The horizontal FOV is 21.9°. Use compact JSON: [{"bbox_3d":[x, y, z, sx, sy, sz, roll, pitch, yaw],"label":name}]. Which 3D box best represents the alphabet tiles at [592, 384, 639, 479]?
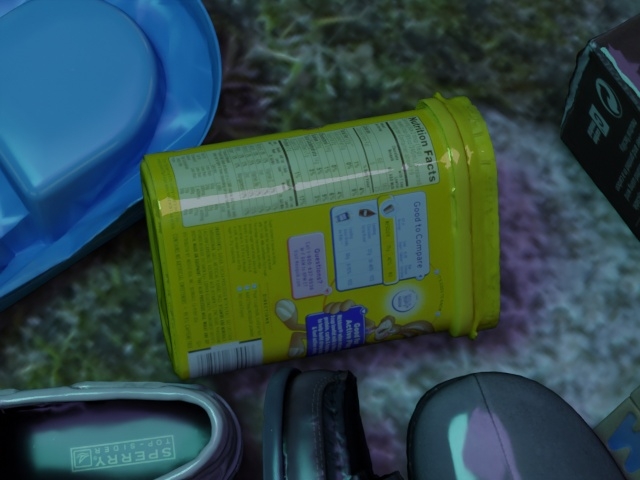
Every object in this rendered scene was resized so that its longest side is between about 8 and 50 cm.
[{"bbox_3d":[0.250,0.138,0.776,0.009,0.198,0.237,-23,69,-38],"label":"alphabet tiles"}]

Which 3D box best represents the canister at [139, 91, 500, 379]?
[{"bbox_3d":[0.000,0.000,0.845,0.170,0.126,0.073,-10,29,-10],"label":"canister"}]

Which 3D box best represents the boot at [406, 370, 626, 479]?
[{"bbox_3d":[0.135,0.196,0.739,0.118,0.223,0.338,-21,75,-5],"label":"boot"}]

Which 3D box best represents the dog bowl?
[{"bbox_3d":[-0.189,-0.041,0.893,0.297,0.074,0.166,-34,76,-9],"label":"dog bowl"}]

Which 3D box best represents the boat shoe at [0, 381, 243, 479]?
[{"bbox_3d":[-0.172,0.122,0.836,0.267,0.088,0.096,-7,74,-1],"label":"boat shoe"}]

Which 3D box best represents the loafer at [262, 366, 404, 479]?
[{"bbox_3d":[0.038,0.206,0.794,0.095,0.109,0.303,-10,81,13],"label":"loafer"}]

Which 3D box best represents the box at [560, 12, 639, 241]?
[{"bbox_3d":[0.312,0.021,0.834,0.191,0.143,0.381,-32,74,-8],"label":"box"}]
